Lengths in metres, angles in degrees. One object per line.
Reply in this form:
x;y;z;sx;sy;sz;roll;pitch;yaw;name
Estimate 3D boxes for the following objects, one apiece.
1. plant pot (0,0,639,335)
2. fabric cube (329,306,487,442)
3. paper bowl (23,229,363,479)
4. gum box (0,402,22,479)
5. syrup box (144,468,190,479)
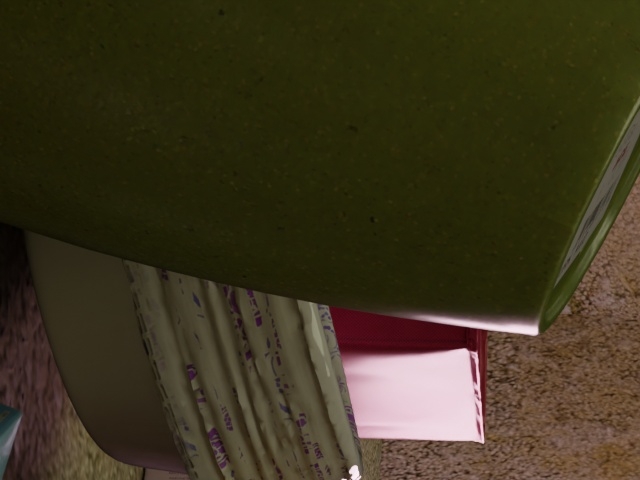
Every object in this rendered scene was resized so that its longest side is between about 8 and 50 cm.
-0.010;-0.088;0.687;0.274;0.293;0.275;-57;166;-22;plant pot
0.000;0.000;1.296;0.254;0.258;0.259;73;20;-66;fabric cube
-0.076;0.017;0.968;0.284;0.148;0.284;-15;90;-88;paper bowl
-0.170;0.159;0.600;0.157;0.041;0.184;-59;169;-77;gum box
-0.088;0.256;1.282;0.096;0.093;0.236;74;18;-62;syrup box
